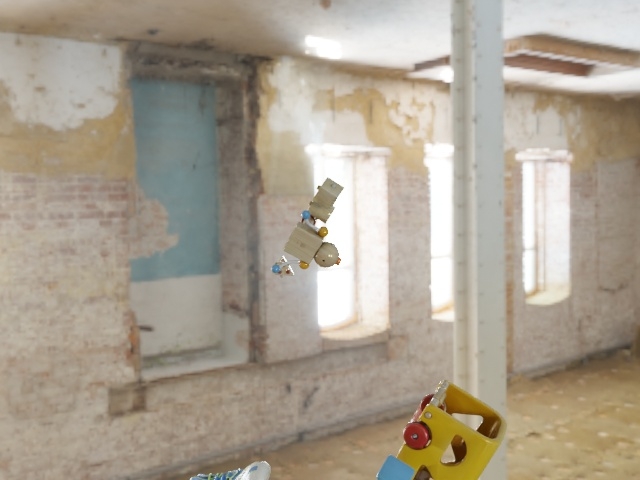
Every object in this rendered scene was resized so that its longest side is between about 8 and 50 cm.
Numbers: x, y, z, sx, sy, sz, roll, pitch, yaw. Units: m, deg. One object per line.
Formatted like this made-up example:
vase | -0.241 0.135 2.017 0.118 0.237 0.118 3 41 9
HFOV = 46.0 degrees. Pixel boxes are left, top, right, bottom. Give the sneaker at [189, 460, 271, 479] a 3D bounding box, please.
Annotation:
sneaker | -0.173 0.447 1.317 0.126 0.240 0.091 23 -140 -5

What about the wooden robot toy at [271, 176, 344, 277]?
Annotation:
wooden robot toy | 0.000 0.000 1.026 0.079 0.173 0.076 31 -155 1

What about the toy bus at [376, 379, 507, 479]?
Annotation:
toy bus | 0.123 0.260 0.830 0.104 0.191 0.202 30 153 13
